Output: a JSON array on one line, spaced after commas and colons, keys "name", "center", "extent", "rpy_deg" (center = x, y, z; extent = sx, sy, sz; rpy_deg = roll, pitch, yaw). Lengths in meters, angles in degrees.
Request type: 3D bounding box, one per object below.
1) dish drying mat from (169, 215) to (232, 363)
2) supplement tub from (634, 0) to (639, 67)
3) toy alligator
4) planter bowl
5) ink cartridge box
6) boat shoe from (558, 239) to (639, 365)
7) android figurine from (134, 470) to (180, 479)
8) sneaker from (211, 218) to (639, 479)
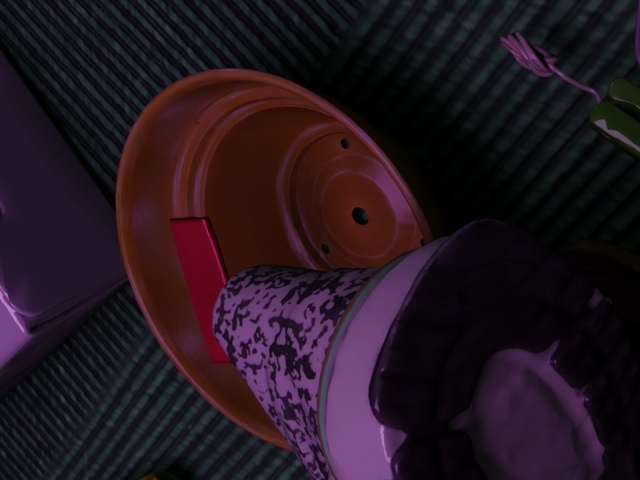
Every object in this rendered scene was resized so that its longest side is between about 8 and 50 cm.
[{"name": "dish drying mat", "center": [-0.058, 0.027, 0.815], "extent": [0.032, 0.008, 0.083], "rpy_deg": [-3, 110, 41]}, {"name": "supplement tub", "center": [0.183, -0.149, 0.580], "extent": [0.117, 0.117, 0.190], "rpy_deg": [17, 122, 32]}, {"name": "toy alligator", "center": [0.166, -0.047, 0.695], "extent": [0.051, 0.056, 0.190], "rpy_deg": [-45, 76, 1]}, {"name": "planter bowl", "center": [0.000, 0.000, 0.823], "extent": [0.217, 0.090, 0.217], "rpy_deg": [19, 123, 32]}, {"name": "ink cartridge box", "center": [-0.269, 0.016, 1.031], "extent": [0.201, 0.117, 0.278], "rpy_deg": [54, 134, 3]}, {"name": "boat shoe", "center": [0.183, 0.065, 0.722], "extent": [0.207, 0.073, 0.073], "rpy_deg": [20, 122, 29]}, {"name": "android figurine", "center": [-0.084, 0.277, 1.059], "extent": [0.273, 0.056, 0.248], "rpy_deg": [-25, 95, 42]}, {"name": "sneaker", "center": [0.086, 0.132, 0.737], "extent": [0.182, 0.158, 0.410], "rpy_deg": [17, 148, 46]}]
